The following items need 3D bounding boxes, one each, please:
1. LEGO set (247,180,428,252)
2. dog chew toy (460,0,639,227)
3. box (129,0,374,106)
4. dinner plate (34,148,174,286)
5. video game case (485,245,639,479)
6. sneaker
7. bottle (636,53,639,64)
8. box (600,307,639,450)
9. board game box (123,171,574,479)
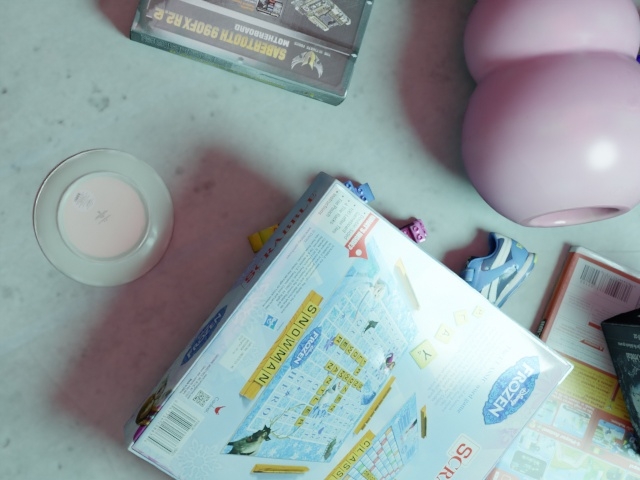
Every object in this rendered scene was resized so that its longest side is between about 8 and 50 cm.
[{"bbox_3d":[0.000,0.000,1.202,0.227,0.093,0.087,-25,91,-9],"label":"LEGO set"},{"bbox_3d":[0.234,-0.185,1.204,0.207,0.206,0.331,-5,80,-9],"label":"dog chew toy"},{"bbox_3d":[-0.060,-0.260,1.223,0.231,0.056,0.183,16,86,-8],"label":"box"},{"bbox_3d":[-0.219,-0.023,1.208,0.141,0.017,0.141,1,86,-8],"label":"dinner plate"},{"bbox_3d":[0.311,0.174,1.280,0.204,0.025,0.285,24,84,-8],"label":"video game case"},{"bbox_3d":[0.164,0.053,1.249,0.059,0.053,0.144,42,75,-3],"label":"sneaker"},{"bbox_3d":[0.447,-0.101,1.279,0.118,0.092,0.283,-37,94,-8],"label":"bottle"},{"bbox_3d":[0.373,0.145,1.199,0.093,0.156,0.158,-18,91,-9],"label":"box"},{"bbox_3d":[0.031,0.152,1.163,0.318,0.066,0.318,38,91,-17],"label":"board game box"}]
